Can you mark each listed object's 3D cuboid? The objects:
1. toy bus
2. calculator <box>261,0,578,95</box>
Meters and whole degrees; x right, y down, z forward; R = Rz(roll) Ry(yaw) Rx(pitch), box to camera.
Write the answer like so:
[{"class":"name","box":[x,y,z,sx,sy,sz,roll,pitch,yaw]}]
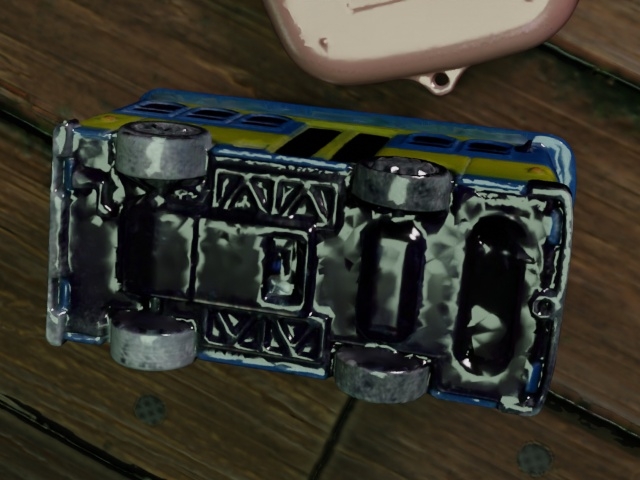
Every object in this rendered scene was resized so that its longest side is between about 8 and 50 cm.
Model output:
[{"class":"toy bus","box":[0.000,0.000,0.719,0.288,0.175,0.138,8,105,10]},{"class":"calculator","box":[0.041,-0.246,0.717,0.220,0.048,0.329,-11,100,14]}]
